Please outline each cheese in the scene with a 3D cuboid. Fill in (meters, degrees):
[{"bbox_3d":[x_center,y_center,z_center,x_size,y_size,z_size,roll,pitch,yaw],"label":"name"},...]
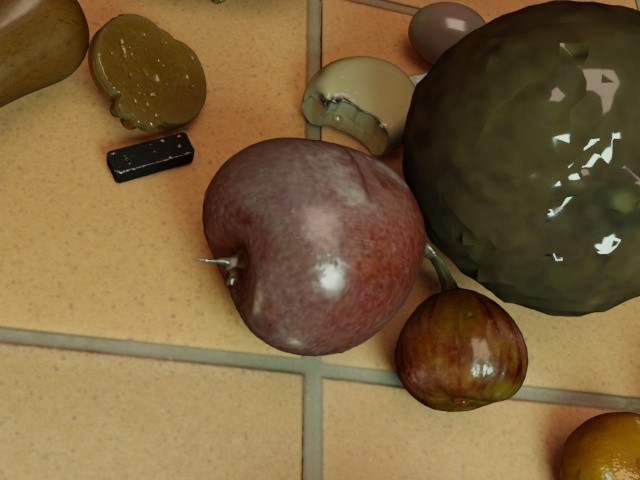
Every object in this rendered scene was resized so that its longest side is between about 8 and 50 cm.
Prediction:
[{"bbox_3d":[0.094,-0.228,1.112,0.163,0.071,0.249,42,58,7],"label":"cheese"}]

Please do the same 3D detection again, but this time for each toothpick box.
[{"bbox_3d":[-0.417,-0.202,0.872,0.192,0.192,0.294,35,51,3],"label":"toothpick box"}]

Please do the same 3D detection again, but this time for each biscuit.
[{"bbox_3d":[-0.234,-0.212,0.989,0.170,0.050,0.170,19,62,-39],"label":"biscuit"}]

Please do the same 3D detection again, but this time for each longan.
[{"bbox_3d":[0.292,-0.098,0.925,0.390,0.391,0.391,8,59,-14],"label":"longan"}]

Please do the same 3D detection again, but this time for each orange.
[{"bbox_3d":[0.361,0.283,0.879,0.156,0.124,0.156,0,54,1],"label":"orange"}]

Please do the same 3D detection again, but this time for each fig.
[{"bbox_3d":[0.165,0.125,0.897,0.148,0.149,0.202,19,27,-7],"label":"fig"}]

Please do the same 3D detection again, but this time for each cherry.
[{"bbox_3d":[0.000,0.000,0.870,0.307,0.221,0.261,-9,61,-39],"label":"cherry"}]

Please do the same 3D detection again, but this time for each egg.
[{"bbox_3d":[0.206,-0.326,1.186,0.134,0.103,0.103,17,58,-5],"label":"egg"}]

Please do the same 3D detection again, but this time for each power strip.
[{"bbox_3d":[-0.220,-0.108,0.968,0.111,0.029,0.038,-19,69,-24],"label":"power strip"}]

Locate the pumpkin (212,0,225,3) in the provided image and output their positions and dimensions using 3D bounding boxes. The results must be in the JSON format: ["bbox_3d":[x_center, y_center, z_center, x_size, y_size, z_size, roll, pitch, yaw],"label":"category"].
[{"bbox_3d":[-0.164,-0.496,1.128,0.324,0.242,0.232,3,31,-12],"label":"pumpkin"}]
